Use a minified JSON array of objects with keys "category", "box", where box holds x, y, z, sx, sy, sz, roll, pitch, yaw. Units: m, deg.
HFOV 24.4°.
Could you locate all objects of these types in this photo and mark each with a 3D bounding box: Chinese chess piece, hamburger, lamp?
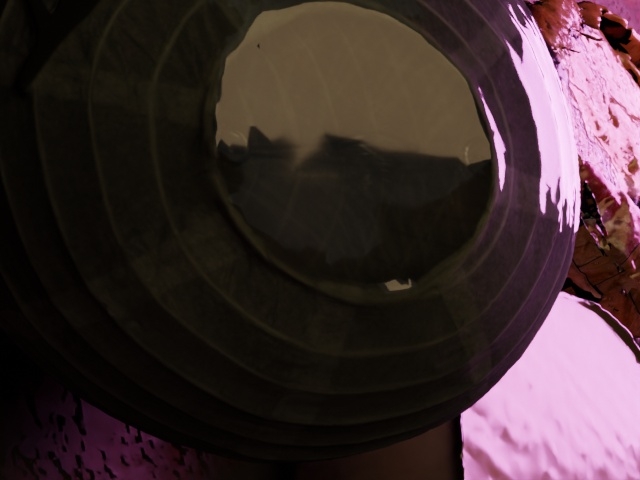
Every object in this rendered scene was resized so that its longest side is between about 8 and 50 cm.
[{"category":"Chinese chess piece","box":[0.096,0.143,0.714,0.250,0.103,0.250,26,53,-41]},{"category":"hamburger","box":[0.156,-0.037,0.874,0.231,0.107,0.231,28,48,-37]},{"category":"lamp","box":[-0.033,-0.038,0.559,0.265,0.233,0.233,16,59,-25]}]
